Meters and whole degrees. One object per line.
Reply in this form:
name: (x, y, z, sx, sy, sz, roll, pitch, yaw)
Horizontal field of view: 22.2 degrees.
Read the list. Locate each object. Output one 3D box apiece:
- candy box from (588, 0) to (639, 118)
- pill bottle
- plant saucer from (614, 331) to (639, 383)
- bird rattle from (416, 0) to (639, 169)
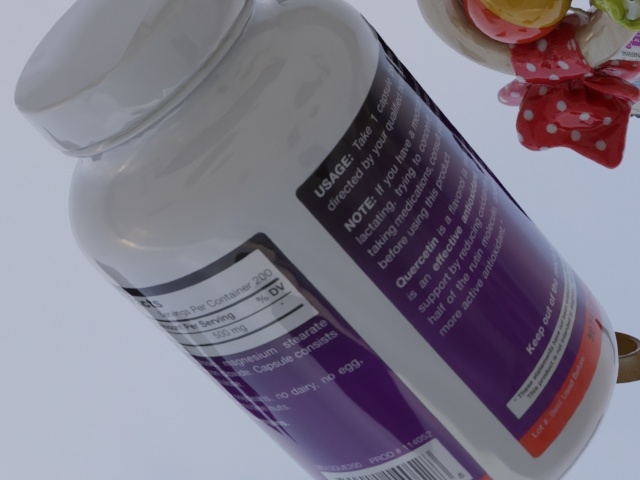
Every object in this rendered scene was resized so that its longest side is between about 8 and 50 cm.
candy box: (0.302, -0.243, 1.426, 0.071, 0.233, 0.159, 14, -136, 42)
pill bottle: (0.000, 0.000, 0.831, 0.181, 0.323, 0.181, -31, -151, 20)
plant saucer: (0.198, 0.080, 1.151, 0.083, 0.083, 0.015, -1, -74, 0)
bird rattle: (0.168, -0.172, 1.168, 0.207, 0.253, 0.143, 23, -116, -9)
